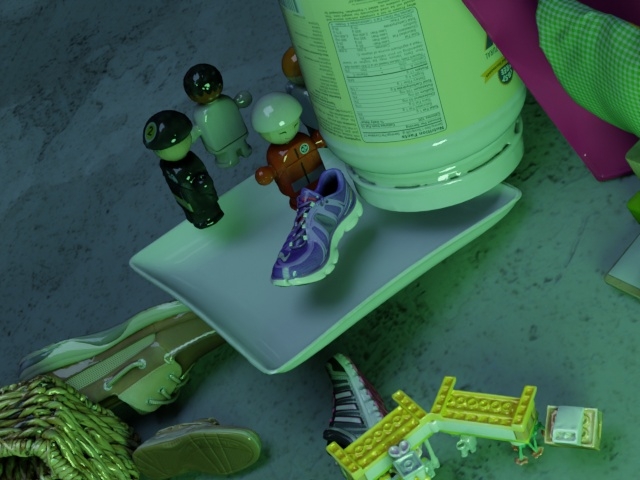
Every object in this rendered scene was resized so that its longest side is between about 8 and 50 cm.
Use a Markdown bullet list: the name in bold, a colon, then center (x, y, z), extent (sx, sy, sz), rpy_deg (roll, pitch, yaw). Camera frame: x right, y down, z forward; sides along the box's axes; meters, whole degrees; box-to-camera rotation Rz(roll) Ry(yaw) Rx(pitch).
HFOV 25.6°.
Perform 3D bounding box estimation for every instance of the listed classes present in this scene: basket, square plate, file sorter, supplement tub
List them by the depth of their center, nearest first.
- **file sorter**: center (0.307, -0.235, 1.386), extent (0.202, 0.291, 0.182), rpy_deg (-15, 45, 34)
- **supplement tub**: center (0.089, -0.219, 1.504), extent (0.235, 0.325, 0.235), rpy_deg (-14, 32, 9)
- **square plate**: center (0.000, 0.000, 1.590), extent (0.347, 0.049, 0.344), rpy_deg (-35, 35, -18)
- **basket**: center (-0.365, 0.322, 1.591), extent (0.299, 0.213, 0.223), rpy_deg (-32, 39, 19)

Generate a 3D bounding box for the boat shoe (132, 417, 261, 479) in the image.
- **boat shoe**: center (-0.134, 0.226, 1.582), extent (0.170, 0.063, 0.059), rpy_deg (-11, 26, 31)

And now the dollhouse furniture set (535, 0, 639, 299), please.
- **dollhouse furniture set**: center (0.278, -0.052, 1.236), extent (0.151, 0.301, 0.197), rpy_deg (-50, 40, -8)

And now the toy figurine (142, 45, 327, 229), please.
- **toy figurine**: center (-0.084, -0.133, 1.649), extent (0.213, 0.148, 0.209), rpy_deg (-9, 34, 22)

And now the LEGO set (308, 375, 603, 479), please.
- **LEGO set**: center (0.127, 0.211, 1.326), extent (0.287, 0.107, 0.132), rpy_deg (-22, 41, 3)

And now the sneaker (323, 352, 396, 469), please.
- **sneaker**: center (0.031, 0.187, 1.456), extent (0.075, 0.063, 0.170), rpy_deg (-35, 44, 5)

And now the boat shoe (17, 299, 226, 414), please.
- **boat shoe**: center (-0.207, 0.151, 1.693), extent (0.324, 0.123, 0.116), rpy_deg (-21, 78, 18)

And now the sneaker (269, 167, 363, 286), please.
- **sneaker**: center (-0.014, -0.015, 1.508), extent (0.068, 0.071, 0.170), rpy_deg (-3, 38, 28)
